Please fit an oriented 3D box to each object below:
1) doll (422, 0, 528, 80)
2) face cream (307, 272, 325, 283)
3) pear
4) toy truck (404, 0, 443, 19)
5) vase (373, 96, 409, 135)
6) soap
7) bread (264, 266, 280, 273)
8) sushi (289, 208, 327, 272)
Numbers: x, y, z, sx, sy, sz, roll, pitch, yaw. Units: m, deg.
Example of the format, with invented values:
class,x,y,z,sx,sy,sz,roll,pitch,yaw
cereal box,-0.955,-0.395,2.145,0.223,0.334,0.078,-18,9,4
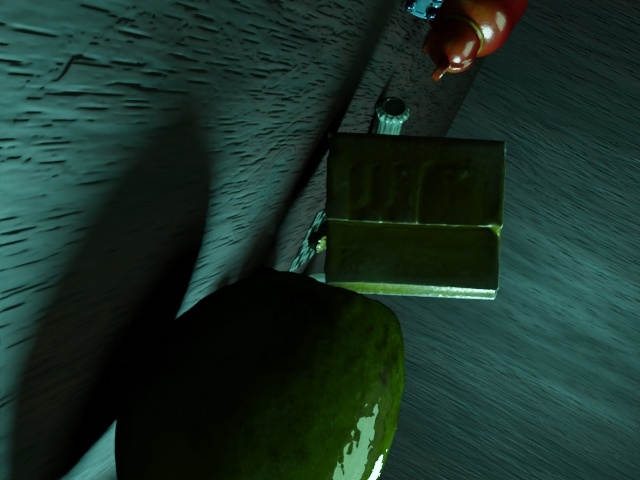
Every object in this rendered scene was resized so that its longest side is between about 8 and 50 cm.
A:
class,x,y,z,sx,sy,sz,roll,pitch,yaw
doll,0.288,-0.429,2.036,0.363,0.160,0.182,-58,179,-23
face cream,-0.020,0.224,2.368,0.145,0.145,0.370,-57,170,-33
pear,-0.075,0.220,1.326,0.413,0.352,0.352,-56,173,4
toy truck,0.173,-0.405,1.788,0.073,0.056,0.090,116,-7,-46
vase,0.127,-0.206,2.099,0.081,0.081,0.149,-57,168,-33
soap,0.145,-0.040,1.750,0.143,0.281,0.259,40,51,-86
bread,-0.007,0.157,1.794,0.148,0.270,0.270,-52,171,-9
sushi,0.000,0.000,2.136,0.139,0.031,0.201,-64,172,17
